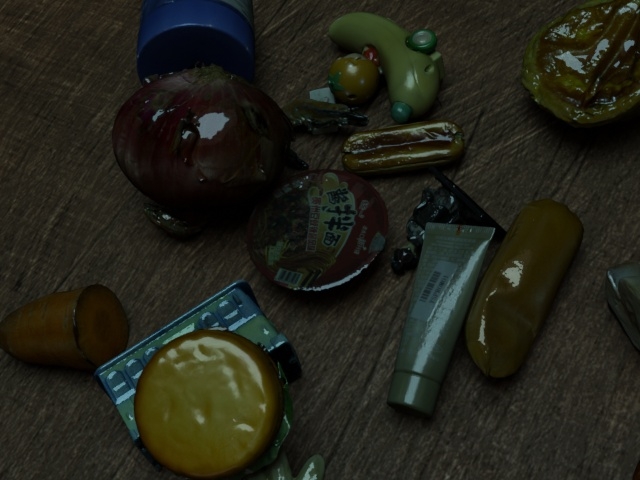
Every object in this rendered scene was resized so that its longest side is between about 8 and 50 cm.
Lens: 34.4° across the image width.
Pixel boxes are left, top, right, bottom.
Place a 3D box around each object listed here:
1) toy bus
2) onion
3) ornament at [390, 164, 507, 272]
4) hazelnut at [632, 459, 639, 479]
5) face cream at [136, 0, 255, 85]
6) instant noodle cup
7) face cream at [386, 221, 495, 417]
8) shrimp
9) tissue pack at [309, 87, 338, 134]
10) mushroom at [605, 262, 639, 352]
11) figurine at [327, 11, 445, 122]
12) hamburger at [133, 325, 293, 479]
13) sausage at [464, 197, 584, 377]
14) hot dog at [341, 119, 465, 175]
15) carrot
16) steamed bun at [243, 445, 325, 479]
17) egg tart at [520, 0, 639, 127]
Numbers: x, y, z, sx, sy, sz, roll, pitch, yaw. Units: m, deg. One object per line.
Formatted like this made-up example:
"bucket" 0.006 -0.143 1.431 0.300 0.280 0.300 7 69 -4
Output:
"toy bus" -0.208 0.233 1.794 0.312 0.152 0.190 -32 57 -10
"onion" -0.225 -0.194 1.976 0.353 0.354 0.354 -5 56 8
"ornament" 0.213 -0.009 1.922 0.196 0.153 0.166 -47 56 8
"hazelnut" 0.549 0.386 1.535 0.182 0.182 0.182 -5 56 8
"face cream" -0.261 -0.434 2.196 0.249 0.249 0.225 -8 50 6
"instant noodle cup" 0.000 0.000 1.944 0.274 0.091 0.274 -6 56 8
"face cream" 0.197 0.129 1.776 0.137 0.084 0.341 5 71 37
"shrimp" -0.009 -0.219 2.096 0.219 0.046 0.152 5 70 28
"tissue pack" 0.007 -0.272 2.165 0.056 0.023 0.108 -9 55 8
"mushroom" 0.587 0.110 1.705 0.162 0.173 0.236 -20 55 -5
"figurine" 0.116 -0.360 2.150 0.222 0.124 0.324 -39 55 -11
"hamburger" -0.162 0.256 1.598 0.246 0.170 0.246 -1 83 6
"sausage" 0.342 0.088 1.800 0.134 0.116 0.354 41 65 -17
"hot dog" 0.162 -0.180 2.047 0.249 0.068 0.100 -6 66 10
"carrot" -0.493 0.174 1.909 0.225 0.159 0.159 -10 55 18
"steamed bun" -0.040 0.475 1.585 0.428 0.189 0.247 27 58 26
"egg tart" 0.559 -0.341 2.016 0.339 0.153 0.352 -14 45 19
